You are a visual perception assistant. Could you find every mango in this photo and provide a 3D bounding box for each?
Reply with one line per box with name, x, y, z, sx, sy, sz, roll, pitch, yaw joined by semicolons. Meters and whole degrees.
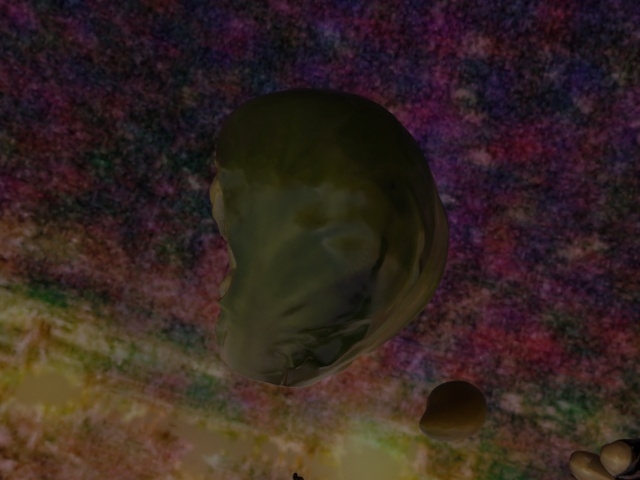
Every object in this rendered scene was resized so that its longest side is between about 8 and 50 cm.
mango;0.269;0.344;1.560;0.122;0.085;0.191;12;-156;14

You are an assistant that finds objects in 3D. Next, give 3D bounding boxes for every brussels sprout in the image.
brussels sprout;0.000;0.000;0.976;0.315;0.370;0.276;8;-172;10

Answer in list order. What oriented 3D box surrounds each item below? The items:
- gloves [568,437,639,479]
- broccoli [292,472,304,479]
gloves;0.364;0.224;0.656;0.301;0.197;0.152;16;168;0
broccoli;-0.057;0.417;1.061;0.145;0.165;0.304;52;162;1
